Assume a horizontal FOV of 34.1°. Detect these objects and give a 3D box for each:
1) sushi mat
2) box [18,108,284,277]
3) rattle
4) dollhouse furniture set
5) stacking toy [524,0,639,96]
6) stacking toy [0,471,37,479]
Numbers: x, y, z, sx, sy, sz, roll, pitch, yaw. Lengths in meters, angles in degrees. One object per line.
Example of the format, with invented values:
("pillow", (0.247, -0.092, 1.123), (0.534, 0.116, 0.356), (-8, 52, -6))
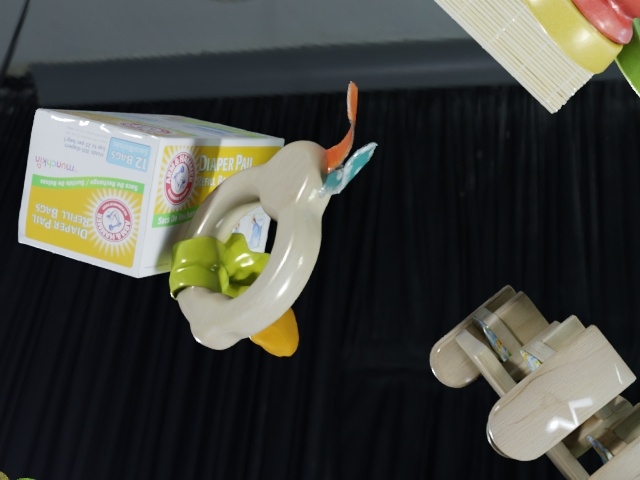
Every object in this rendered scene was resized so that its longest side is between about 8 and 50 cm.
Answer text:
("sushi mat", (0.297, -0.345, 1.562), (0.316, 0.019, 0.151), (40, 105, -16))
("box", (-0.128, -0.042, 0.832), (0.114, 0.103, 0.203), (15, -170, 23))
("rattle", (0.000, 0.000, 0.733), (0.142, 0.130, 0.200), (37, 104, -26))
("dollhouse furniture set", (0.161, 0.177, 0.732), (0.161, 0.212, 0.242), (-39, 96, 0))
("stacking toy", (0.302, -0.265, 0.983), (0.279, 0.309, 0.130), (29, 129, -33))
("stacking toy", (-0.182, 0.202, 0.634), (0.301, 0.166, 0.175), (5, 147, -35))
